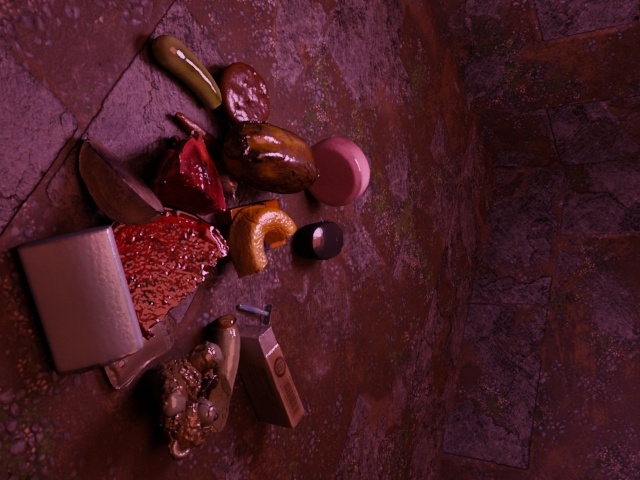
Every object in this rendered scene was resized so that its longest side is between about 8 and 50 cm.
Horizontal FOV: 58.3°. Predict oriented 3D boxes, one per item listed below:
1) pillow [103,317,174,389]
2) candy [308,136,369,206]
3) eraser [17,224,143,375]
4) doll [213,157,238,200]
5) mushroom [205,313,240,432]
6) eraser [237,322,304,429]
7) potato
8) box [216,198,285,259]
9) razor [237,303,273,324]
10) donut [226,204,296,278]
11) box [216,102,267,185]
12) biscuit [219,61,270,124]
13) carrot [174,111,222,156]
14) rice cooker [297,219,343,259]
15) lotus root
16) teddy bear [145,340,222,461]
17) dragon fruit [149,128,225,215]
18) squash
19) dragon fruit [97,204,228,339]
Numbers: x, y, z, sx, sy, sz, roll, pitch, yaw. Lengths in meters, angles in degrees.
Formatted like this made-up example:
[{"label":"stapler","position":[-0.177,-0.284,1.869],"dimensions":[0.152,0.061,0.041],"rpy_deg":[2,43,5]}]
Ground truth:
[{"label":"pillow","position":[-0.451,0.261,1.425],"dimensions":[0.217,0.033,0.130],"rpy_deg":[-39,122,-50]},{"label":"candy","position":[0.052,-0.234,2.027],"dimensions":[0.094,0.255,0.255],"rpy_deg":[-41,122,-50]},{"label":"eraser","position":[-0.507,0.127,1.230],"dimensions":[0.189,0.104,0.290],"rpy_deg":[-13,104,-10]},{"label":"doll","position":[-0.272,-0.181,1.677],"dimensions":[0.084,0.073,0.127],"rpy_deg":[-44,121,-38]},{"label":"mushroom","position":[-0.279,0.374,1.617],"dimensions":[0.087,0.107,0.333],"rpy_deg":[8,82,-20]},{"label":"eraser","position":[-0.167,0.414,1.752],"dimensions":[0.078,0.144,0.343],"rpy_deg":[-43,125,-46]},{"label":"potato","position":[-0.471,-0.112,1.340],"dimensions":[0.100,0.261,0.120],"rpy_deg":[-45,172,2]},{"label":"box","position":[-0.210,-0.037,1.774],"dimensions":[0.237,0.070,0.152],"rpy_deg":[-22,106,-56]},{"label":"razor","position":[-0.210,0.219,1.799],"dimensions":[0.135,0.040,0.068],"rpy_deg":[25,67,-46]},{"label":"donut","position":[-0.184,-0.023,1.682],"dimensions":[0.259,0.101,0.152],"rpy_deg":[-52,124,-38]},{"label":"box","position":[-0.228,-0.318,1.778],"dimensions":[0.211,0.045,0.270],"rpy_deg":[-33,116,-52]},{"label":"biscuit","position":[-0.222,-0.430,1.716],"dimensions":[0.212,0.036,0.212],"rpy_deg":[9,79,-56]},{"label":"carrot","position":[-0.339,-0.301,1.607],"dimensions":[0.191,0.047,0.047],"rpy_deg":[44,54,-45]},{"label":"rice cooker","position":[0.001,0.000,2.046],"dimensions":[0.203,0.118,0.142],"rpy_deg":[-9,96,-56]},{"label":"lotus root","position":[-0.135,-0.241,1.711],"dimensions":[0.397,0.179,0.195],"rpy_deg":[13,77,-57]},{"label":"teddy bear","position":[-0.346,0.421,1.471],"dimensions":[0.267,0.156,0.256],"rpy_deg":[-47,128,-63]},{"label":"dragon fruit","position":[-0.359,-0.187,1.517],"dimensions":[0.262,0.134,0.211],"rpy_deg":[54,32,-62]},{"label":"squash","position":[-0.360,-0.460,1.558],"dimensions":[0.250,0.083,0.083],"rpy_deg":[44,54,-51]},{"label":"dragon fruit","position":[-0.415,0.036,1.415],"dimensions":[0.282,0.100,0.343],"rpy_deg":[54,53,-16]}]
